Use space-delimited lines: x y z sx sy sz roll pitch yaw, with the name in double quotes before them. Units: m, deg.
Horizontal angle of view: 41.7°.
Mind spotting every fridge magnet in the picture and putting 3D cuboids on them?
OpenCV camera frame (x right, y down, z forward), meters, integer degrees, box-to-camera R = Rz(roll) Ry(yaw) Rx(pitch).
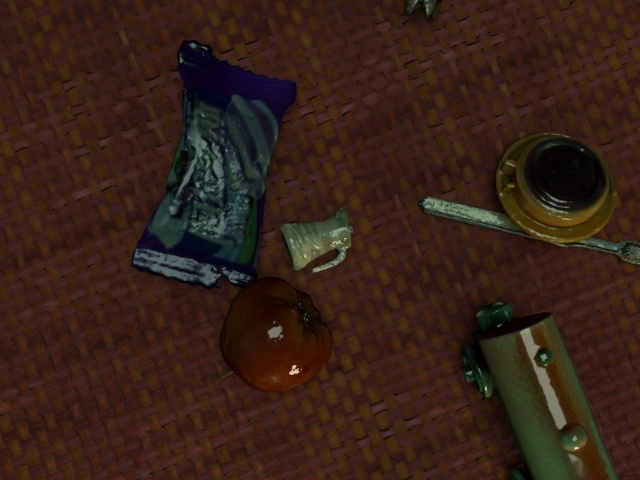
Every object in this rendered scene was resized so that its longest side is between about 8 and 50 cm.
"fridge magnet" 0.275 -0.065 0.975 0.143 0.063 0.143 1 67 -2

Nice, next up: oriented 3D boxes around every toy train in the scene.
"toy train" 0.247 0.201 0.907 0.116 0.177 0.285 -20 87 -4

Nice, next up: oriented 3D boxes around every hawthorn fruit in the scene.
"hawthorn fruit" -0.052 0.108 0.934 0.125 0.140 0.125 13 50 -16

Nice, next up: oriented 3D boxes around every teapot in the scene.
"teapot" 0.000 0.000 0.968 0.083 0.057 0.067 -20 84 -9

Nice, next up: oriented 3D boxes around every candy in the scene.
"candy" -0.118 -0.083 0.962 0.145 0.070 0.275 13 84 -11

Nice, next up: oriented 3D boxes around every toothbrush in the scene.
"toothbrush" 0.260 -0.012 0.998 0.294 0.028 0.026 13 85 3

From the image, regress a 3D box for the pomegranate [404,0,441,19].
"pomegranate" 0.145 -0.339 0.966 0.129 0.129 0.159 -13 107 -4
